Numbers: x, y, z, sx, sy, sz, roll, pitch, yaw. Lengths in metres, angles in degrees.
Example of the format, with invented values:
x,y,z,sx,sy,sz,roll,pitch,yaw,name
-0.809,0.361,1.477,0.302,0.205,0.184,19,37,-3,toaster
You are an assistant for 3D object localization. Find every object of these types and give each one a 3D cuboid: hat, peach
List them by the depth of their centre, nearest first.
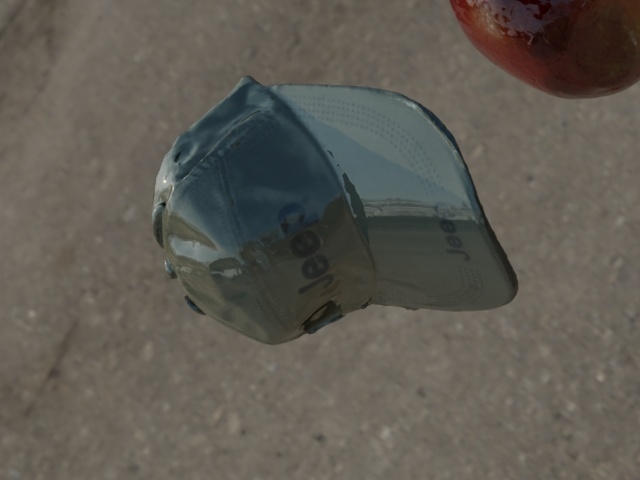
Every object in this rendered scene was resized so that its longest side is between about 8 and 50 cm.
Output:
x,y,z,sx,sy,sz,roll,pitch,yaw,name
0.000,0.000,1.197,0.149,0.214,0.245,-39,27,-22,hat
0.236,-0.248,1.697,0.199,0.243,0.243,-31,39,42,peach
